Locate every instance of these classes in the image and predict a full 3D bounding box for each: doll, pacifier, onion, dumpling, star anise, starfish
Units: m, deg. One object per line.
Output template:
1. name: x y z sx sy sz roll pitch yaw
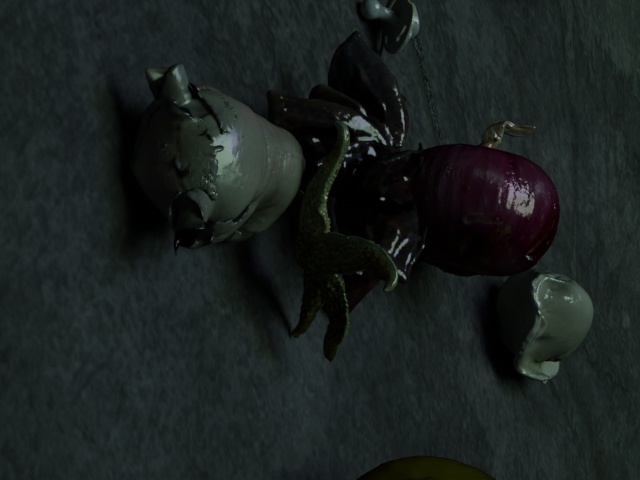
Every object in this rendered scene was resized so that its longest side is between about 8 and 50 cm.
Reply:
1. doll: -0.081 -0.058 1.345 0.192 0.095 0.149 6 77 -66
2. pacifier: 0.068 -0.233 1.778 0.064 0.068 0.083 17 39 -24
3. onion: 0.152 -0.035 1.710 0.177 0.177 0.153 -24 104 -64
4. dumpling: 0.250 0.098 1.946 0.127 0.108 0.188 -68 161 -9
5. star anise: 0.037 -0.064 1.544 0.212 0.129 0.283 69 16 -45
6. starfish: -0.002 0.000 1.425 0.217 0.050 0.223 -128 -140 -51

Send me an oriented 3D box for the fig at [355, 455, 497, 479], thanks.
1. fig: 0.098 0.301 1.430 0.230 0.207 0.207 69 28 -18
